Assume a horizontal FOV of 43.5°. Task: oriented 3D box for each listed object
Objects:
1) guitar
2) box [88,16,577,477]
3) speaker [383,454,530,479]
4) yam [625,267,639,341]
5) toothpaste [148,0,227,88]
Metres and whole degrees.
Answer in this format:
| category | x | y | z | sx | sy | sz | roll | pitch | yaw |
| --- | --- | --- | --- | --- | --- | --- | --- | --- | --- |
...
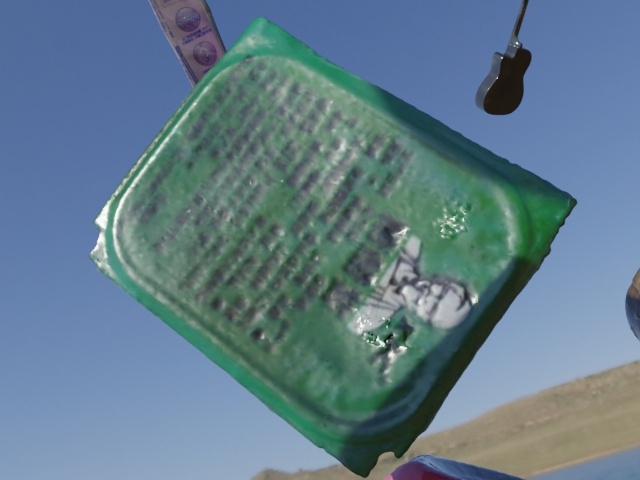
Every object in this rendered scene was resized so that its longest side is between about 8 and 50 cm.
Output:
| category | x | y | z | sx | sy | sz | roll | pitch | yaw |
| --- | --- | --- | --- | --- | --- | --- | --- | --- | --- |
| guitar | 0.312 | -0.310 | 1.277 | 0.088 | 0.025 | 0.233 | -5 | -57 | -34 |
| box | 0.000 | 0.000 | 0.681 | 0.264 | 0.337 | 0.106 | -53 | -20 | -4 |
| speaker | 0.163 | 0.289 | 0.643 | 0.294 | 0.294 | 0.294 | -14 | -20 | -5 |
| yam | 0.393 | 0.096 | 0.775 | 0.129 | 0.238 | 0.128 | 19 | -73 | -12 |
| toothpaste | -0.174 | -0.277 | 1.109 | 0.075 | 0.301 | 0.048 | -25 | 7 | -3 |
